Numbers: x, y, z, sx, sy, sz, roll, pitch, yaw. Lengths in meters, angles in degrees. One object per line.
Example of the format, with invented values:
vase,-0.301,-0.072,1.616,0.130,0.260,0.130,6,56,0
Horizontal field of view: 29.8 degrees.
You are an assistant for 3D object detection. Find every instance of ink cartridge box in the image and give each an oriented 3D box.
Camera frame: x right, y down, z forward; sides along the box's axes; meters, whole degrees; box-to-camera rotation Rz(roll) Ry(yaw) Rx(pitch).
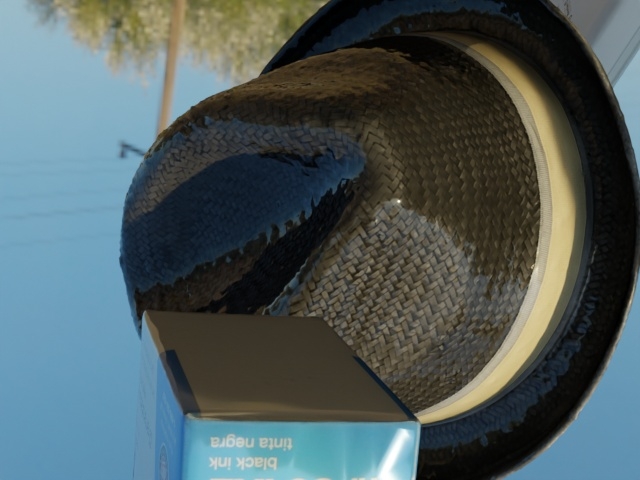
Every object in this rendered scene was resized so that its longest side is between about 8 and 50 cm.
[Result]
ink cartridge box,-0.030,0.143,0.474,0.086,0.203,0.148,3,-171,-15

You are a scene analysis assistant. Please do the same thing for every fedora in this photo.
fedora,0.000,0.000,0.654,0.153,0.334,0.334,-4,-159,-43

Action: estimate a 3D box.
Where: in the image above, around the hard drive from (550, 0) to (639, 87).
hard drive,0.221,-0.211,0.852,0.040,0.307,0.203,24,-146,-8
